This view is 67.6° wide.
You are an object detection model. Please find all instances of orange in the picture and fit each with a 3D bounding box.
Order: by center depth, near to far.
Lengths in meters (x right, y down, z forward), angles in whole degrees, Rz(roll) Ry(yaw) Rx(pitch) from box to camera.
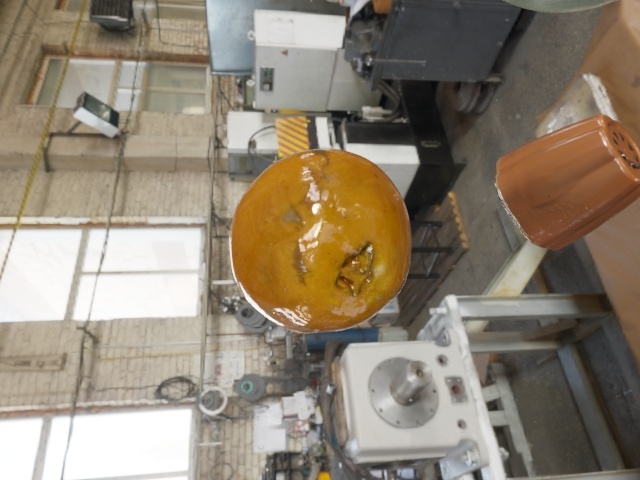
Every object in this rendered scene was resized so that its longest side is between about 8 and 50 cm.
[{"bbox_3d":[0.000,0.000,0.803,0.312,0.312,0.312,179,90,-82],"label":"orange"}]

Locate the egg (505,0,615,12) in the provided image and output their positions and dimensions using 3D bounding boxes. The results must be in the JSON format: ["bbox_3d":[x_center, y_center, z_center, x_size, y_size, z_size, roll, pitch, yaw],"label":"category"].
[{"bbox_3d":[0.179,-0.256,0.316,0.217,0.183,0.183,-56,-17,-39],"label":"egg"}]

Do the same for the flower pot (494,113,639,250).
[{"bbox_3d":[0.409,-0.102,0.769,0.173,0.190,0.191,-39,47,45],"label":"flower pot"}]
